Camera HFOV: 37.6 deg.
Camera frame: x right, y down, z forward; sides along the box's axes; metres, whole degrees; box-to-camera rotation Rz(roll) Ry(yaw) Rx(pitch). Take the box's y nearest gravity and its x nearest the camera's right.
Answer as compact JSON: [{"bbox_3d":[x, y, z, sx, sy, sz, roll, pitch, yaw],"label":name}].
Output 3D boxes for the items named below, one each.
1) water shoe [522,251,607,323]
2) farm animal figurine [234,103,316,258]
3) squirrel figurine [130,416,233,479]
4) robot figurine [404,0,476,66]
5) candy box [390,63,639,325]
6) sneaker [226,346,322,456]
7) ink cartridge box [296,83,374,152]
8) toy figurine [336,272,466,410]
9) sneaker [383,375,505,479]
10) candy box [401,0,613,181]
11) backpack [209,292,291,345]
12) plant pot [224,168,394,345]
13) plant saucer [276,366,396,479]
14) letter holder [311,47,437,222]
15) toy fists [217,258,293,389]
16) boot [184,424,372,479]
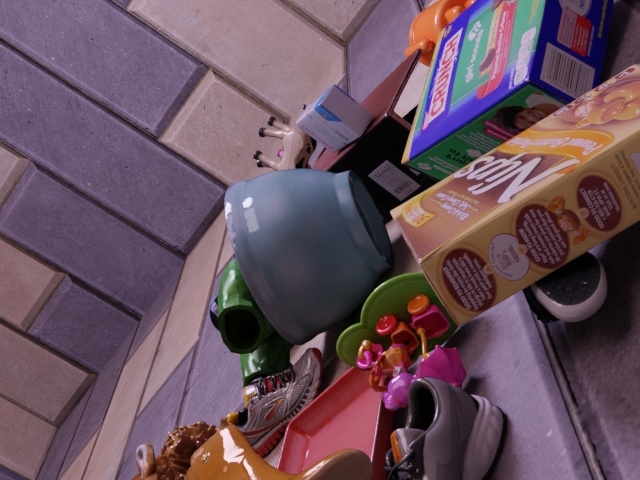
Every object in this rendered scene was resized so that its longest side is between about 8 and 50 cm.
[{"bbox_3d":[0.249,0.050,0.967,0.073,0.080,0.203,-16,19,4],"label":"water shoe"},{"bbox_3d":[-0.049,-0.057,1.898,0.326,0.172,0.330,-61,-23,-17],"label":"farm animal figurine"},{"bbox_3d":[-0.232,0.453,1.411,0.397,0.281,0.370,-38,9,15],"label":"squirrel figurine"},{"bbox_3d":[0.253,-0.406,1.825,0.158,0.128,0.219,-68,17,-9],"label":"robot figurine"},{"bbox_3d":[0.238,-0.055,0.965,0.316,0.087,0.183,-31,17,5],"label":"candy box"},{"bbox_3d":[-0.074,0.257,1.524,0.225,0.093,0.088,-51,15,19],"label":"sneaker"},{"bbox_3d":[0.023,-0.206,1.600,0.052,0.088,0.122,-57,13,-20],"label":"ink cartridge box"},{"bbox_3d":[0.105,0.146,1.122,0.173,0.130,0.159,-32,30,12],"label":"toy figurine"},{"bbox_3d":[0.101,0.256,0.925,0.100,0.108,0.271,-39,23,45],"label":"sneaker"},{"bbox_3d":[0.273,-0.252,1.379,0.317,0.122,0.268,-35,35,60],"label":"candy box"},{"bbox_3d":[-0.116,0.128,1.778,0.158,0.173,0.117,-51,15,24],"label":"backpack"},{"bbox_3d":[0.000,0.000,1.543,0.196,0.293,0.293,-25,24,14],"label":"plant pot"},{"bbox_3d":[0.019,0.288,1.242,0.258,0.048,0.259,-46,17,35],"label":"plant saucer"},{"bbox_3d":[0.124,-0.173,1.699,0.302,0.152,0.214,-40,20,49],"label":"letter holder"},{"bbox_3d":[-0.105,0.155,1.588,0.096,0.279,0.142,-15,37,3],"label":"toy fists"},{"bbox_3d":[-0.075,0.292,1.135,0.295,0.104,0.211,-50,37,16],"label":"boot"}]
